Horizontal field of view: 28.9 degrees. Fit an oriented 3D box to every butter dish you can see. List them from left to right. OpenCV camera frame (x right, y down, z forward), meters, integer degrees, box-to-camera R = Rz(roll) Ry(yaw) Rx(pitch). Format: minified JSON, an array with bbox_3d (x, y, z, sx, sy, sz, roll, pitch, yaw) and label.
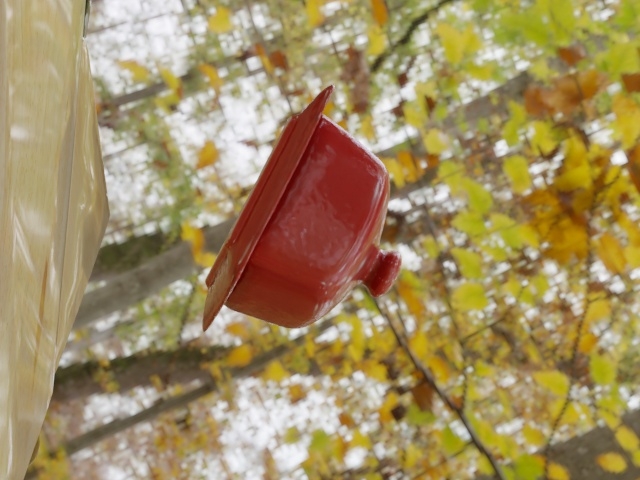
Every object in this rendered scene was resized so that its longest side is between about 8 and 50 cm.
[{"bbox_3d":[0.000,0.000,0.857,0.118,0.160,0.160,26,-23,-4],"label":"butter dish"}]

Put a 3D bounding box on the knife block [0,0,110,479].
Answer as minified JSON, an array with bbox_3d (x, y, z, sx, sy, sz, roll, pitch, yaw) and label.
[{"bbox_3d":[-0.131,-0.055,0.368,0.276,0.088,0.242,-81,173,-46],"label":"knife block"}]

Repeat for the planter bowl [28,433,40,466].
[{"bbox_3d":[-0.327,0.110,1.026,0.217,0.217,0.090,104,-4,-49],"label":"planter bowl"}]
